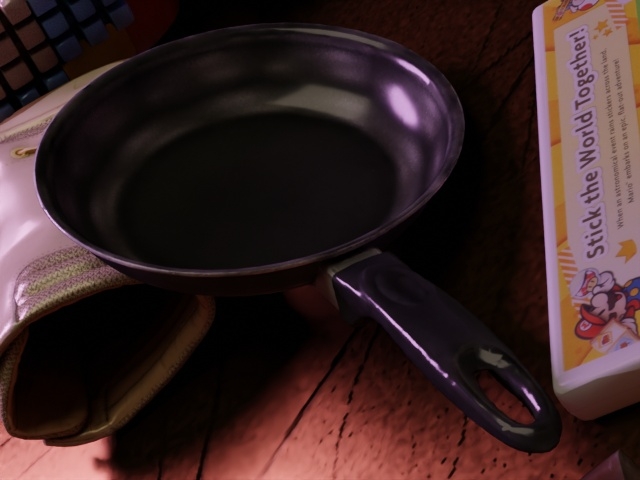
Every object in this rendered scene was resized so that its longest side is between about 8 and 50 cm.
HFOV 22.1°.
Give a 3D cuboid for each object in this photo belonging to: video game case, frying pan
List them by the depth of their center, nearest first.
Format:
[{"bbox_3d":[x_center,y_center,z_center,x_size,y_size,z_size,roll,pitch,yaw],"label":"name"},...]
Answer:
[{"bbox_3d":[0.177,-0.058,0.624,0.206,0.026,0.227,-26,39,28],"label":"video game case"},{"bbox_3d":[0.017,-0.017,0.718,0.326,0.053,0.197,24,48,33],"label":"frying pan"}]

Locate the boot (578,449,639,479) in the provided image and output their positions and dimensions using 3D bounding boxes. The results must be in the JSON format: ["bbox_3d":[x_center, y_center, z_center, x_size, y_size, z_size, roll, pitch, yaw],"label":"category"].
[{"bbox_3d":[0.073,0.129,0.536,0.114,0.037,0.106,-30,38,15],"label":"boot"}]

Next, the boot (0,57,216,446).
[{"bbox_3d":[-0.169,0.032,0.848,0.262,0.095,0.203,-27,37,12],"label":"boot"}]

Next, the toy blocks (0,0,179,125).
[{"bbox_3d":[-0.192,-0.148,0.990,0.381,0.190,0.261,-33,40,-9],"label":"toy blocks"}]
